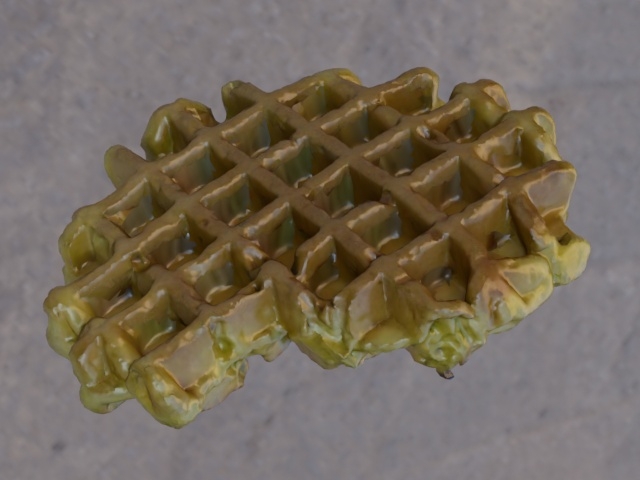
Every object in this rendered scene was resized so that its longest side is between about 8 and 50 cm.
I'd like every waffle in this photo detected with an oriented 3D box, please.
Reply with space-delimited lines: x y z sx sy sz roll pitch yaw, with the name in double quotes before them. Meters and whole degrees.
"waffle" 0.000 -0.001 0.832 0.249 0.253 0.056 -64 152 -42
